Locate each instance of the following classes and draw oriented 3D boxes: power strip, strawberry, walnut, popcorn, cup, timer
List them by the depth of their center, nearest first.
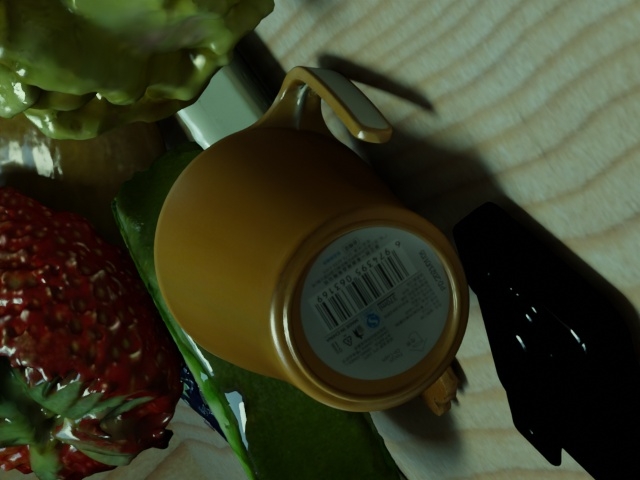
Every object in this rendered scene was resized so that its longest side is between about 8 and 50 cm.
[{"bbox_3d":[0.146,0.076,1.174,0.144,0.055,0.187,44,162,41],"label":"timer"},{"bbox_3d":[-0.135,-0.178,1.187,0.212,0.259,0.259,18,-166,-39],"label":"popcorn"},{"bbox_3d":[0.000,0.000,1.255,0.264,0.182,0.226,-150,66,-71],"label":"cup"},{"bbox_3d":[-0.080,-0.115,1.451,0.338,0.058,0.098,55,-170,7],"label":"power strip"},{"bbox_3d":[-0.263,0.091,1.752,0.261,0.261,0.258,72,-167,-50],"label":"strawberry"},{"bbox_3d":[-0.251,-0.096,1.866,0.203,0.203,0.298,-158,60,-67],"label":"walnut"}]

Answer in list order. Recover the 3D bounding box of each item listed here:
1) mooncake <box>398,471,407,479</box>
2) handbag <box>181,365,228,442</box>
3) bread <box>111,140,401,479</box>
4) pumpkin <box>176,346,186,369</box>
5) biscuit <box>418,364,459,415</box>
[{"bbox_3d":[0.078,0.306,1.935,0.130,0.073,0.125,51,164,14],"label":"mooncake"},{"bbox_3d":[-0.121,0.142,2.164,0.260,0.113,0.162,40,166,47],"label":"handbag"},{"bbox_3d":[-0.053,0.093,1.676,0.366,0.129,0.382,60,176,44],"label":"bread"},{"bbox_3d":[-0.210,0.057,2.016,0.163,0.233,0.233,53,170,-34],"label":"pumpkin"},{"bbox_3d":[0.080,0.091,1.521,0.102,0.019,0.130,51,167,21],"label":"biscuit"}]
